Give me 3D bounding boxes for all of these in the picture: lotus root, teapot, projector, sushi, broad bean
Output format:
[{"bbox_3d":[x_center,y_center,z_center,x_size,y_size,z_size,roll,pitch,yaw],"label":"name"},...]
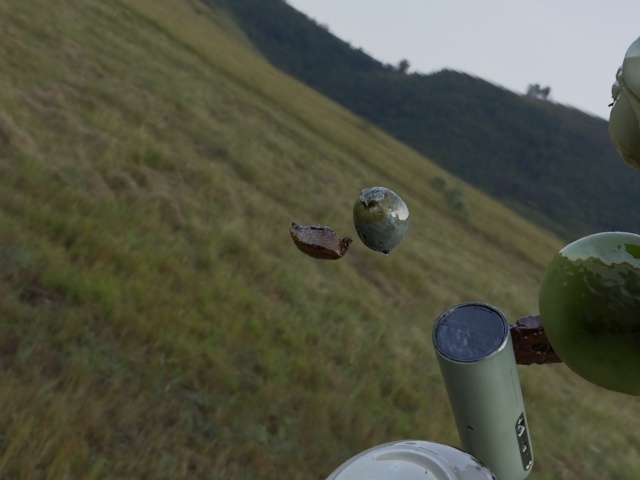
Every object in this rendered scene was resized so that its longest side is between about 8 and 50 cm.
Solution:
[{"bbox_3d":[0.098,-0.025,1.447,0.088,0.088,0.165,30,-18,27],"label":"lotus root"},{"bbox_3d":[0.092,0.298,0.844,0.300,0.208,0.165,39,-33,40],"label":"teapot"},{"bbox_3d":[0.240,0.233,1.337,0.108,0.108,0.337,31,-27,40],"label":"projector"},{"bbox_3d":[0.000,0.000,1.320,0.099,0.047,0.050,16,-20,15],"label":"sushi"},{"bbox_3d":[0.463,0.116,1.363,0.291,0.238,0.119,31,22,18],"label":"broad bean"}]

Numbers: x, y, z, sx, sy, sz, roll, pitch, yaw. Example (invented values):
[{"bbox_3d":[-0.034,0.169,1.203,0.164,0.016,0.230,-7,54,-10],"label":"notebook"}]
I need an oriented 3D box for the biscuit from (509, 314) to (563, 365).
[{"bbox_3d":[0.427,0.202,1.806,0.192,0.049,0.192,5,-31,3],"label":"biscuit"}]

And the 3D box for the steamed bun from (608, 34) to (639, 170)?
[{"bbox_3d":[0.499,-0.176,1.126,0.320,0.275,0.206,80,-4,-66],"label":"steamed bun"}]
